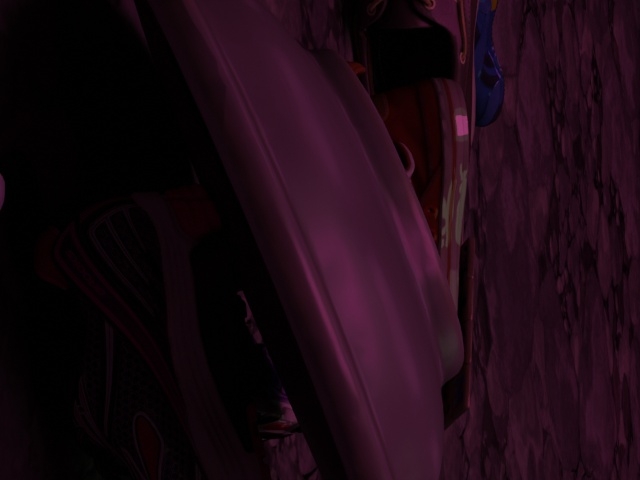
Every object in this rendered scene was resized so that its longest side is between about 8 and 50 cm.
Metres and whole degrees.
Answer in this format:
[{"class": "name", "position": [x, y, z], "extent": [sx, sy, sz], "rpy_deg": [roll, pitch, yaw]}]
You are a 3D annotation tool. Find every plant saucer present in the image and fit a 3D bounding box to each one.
[{"class": "plant saucer", "position": [0.000, 0.000, 1.102], "extent": [0.400, 0.100, 0.400], "rpy_deg": [158, -90, -84]}]

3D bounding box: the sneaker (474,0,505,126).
[{"class": "sneaker", "position": [0.145, -0.197, 1.943], "extent": [0.082, 0.069, 0.209], "rpy_deg": [-38, 140, -29]}]

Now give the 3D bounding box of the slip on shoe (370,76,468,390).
[{"class": "slip on shoe", "position": [0.068, 0.013, 1.610], "extent": [0.123, 0.101, 0.331], "rpy_deg": [-103, -167, -60]}]

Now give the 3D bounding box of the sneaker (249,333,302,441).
[{"class": "sneaker", "position": [-0.040, 0.103, 1.306], "extent": [0.170, 0.068, 0.071], "rpy_deg": [37, 42, -69]}]

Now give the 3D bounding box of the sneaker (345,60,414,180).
[{"class": "sneaker", "position": [0.016, -0.004, 1.387], "extent": [0.106, 0.123, 0.290], "rpy_deg": [-56, 139, -50]}]

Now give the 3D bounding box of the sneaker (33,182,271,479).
[{"class": "sneaker", "position": [-0.090, 0.120, 1.065], "extent": [0.121, 0.112, 0.299], "rpy_deg": [-158, -122, -82]}]

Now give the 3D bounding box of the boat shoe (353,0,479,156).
[{"class": "boat shoe", "position": [0.084, -0.200, 1.662], "extent": [0.097, 0.117, 0.324], "rpy_deg": [-57, 146, -66]}]

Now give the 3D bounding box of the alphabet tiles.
[{"class": "alphabet tiles", "position": [0.111, 0.066, 1.698], "extent": [0.198, 0.009, 0.237], "rpy_deg": [121, -26, -66]}]

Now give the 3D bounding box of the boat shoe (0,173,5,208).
[{"class": "boat shoe", "position": [-0.205, -0.072, 0.802], "extent": [0.226, 0.083, 0.075], "rpy_deg": [43, 48, -63]}]
